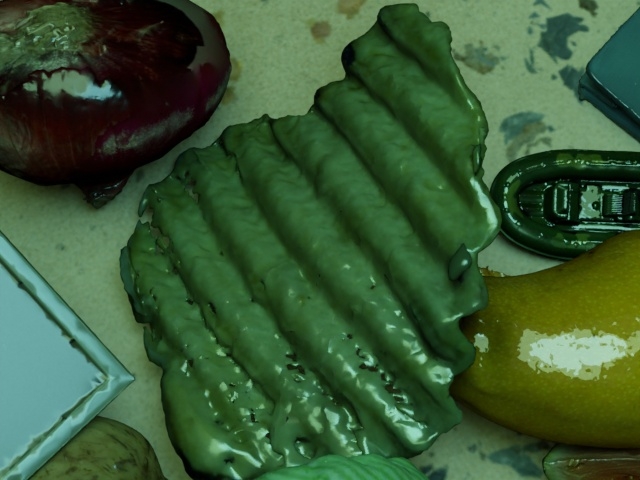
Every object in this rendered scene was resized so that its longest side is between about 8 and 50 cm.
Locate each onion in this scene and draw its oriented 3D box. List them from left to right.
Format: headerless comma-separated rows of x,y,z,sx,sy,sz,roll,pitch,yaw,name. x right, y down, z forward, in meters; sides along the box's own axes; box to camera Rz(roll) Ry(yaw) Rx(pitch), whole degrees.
-0.215,-0.128,1.404,0.272,0.195,0.272,0,32,0,onion

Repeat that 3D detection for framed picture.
-0.314,0.082,1.199,0.216,0.016,0.273,-42,95,-21,framed picture

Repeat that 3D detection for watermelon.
0.266,0.202,1.276,0.163,0.087,0.069,2,100,6,watermelon

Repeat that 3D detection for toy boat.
0.257,-0.031,1.376,0.210,0.052,0.104,4,84,5,toy boat

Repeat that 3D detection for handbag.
0.362,-0.182,1.433,0.144,0.057,0.221,43,76,14,handbag

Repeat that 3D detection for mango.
0.271,0.083,1.275,0.359,0.144,0.187,-15,67,-8,mango

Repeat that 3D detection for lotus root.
-0.222,0.223,1.264,0.257,0.140,0.154,0,61,7,lotus root

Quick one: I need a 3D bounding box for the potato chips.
0.000,0.007,1.295,0.373,0.097,0.389,-29,56,26,potato chips

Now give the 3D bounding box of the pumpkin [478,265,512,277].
0.142,0.062,1.349,0.083,0.054,0.074,14,71,-13,pumpkin

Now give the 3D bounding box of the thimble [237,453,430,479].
-0.001,0.263,1.197,0.219,0.219,0.150,-12,69,-1,thimble
